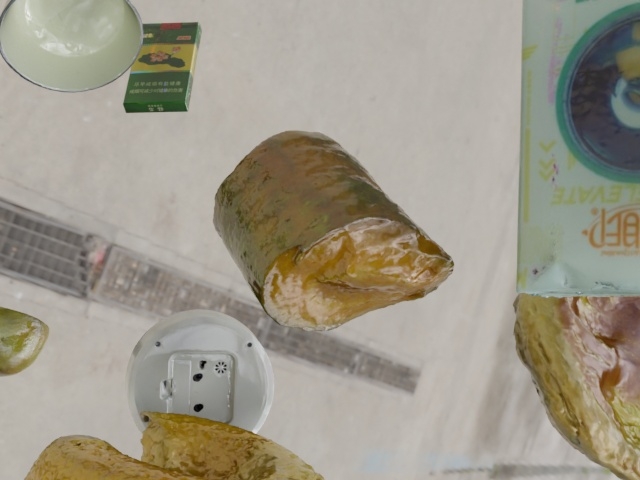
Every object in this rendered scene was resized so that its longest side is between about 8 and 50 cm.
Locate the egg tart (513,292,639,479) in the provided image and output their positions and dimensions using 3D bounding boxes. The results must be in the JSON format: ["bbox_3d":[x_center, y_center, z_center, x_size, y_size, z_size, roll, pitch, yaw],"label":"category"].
[{"bbox_3d":[0.464,0.208,1.522,0.443,0.443,0.178,-46,173,-47],"label":"egg tart"}]

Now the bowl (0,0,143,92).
[{"bbox_3d":[-0.423,-0.377,1.658,0.238,0.237,0.126,77,-2,-50],"label":"bowl"}]

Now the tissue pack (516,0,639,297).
[{"bbox_3d":[0.373,-0.127,1.110,0.162,0.287,0.388,8,82,-53],"label":"tissue pack"}]

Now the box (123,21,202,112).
[{"bbox_3d":[-0.323,-0.359,2.024,0.034,0.132,0.235,81,9,-54],"label":"box"}]

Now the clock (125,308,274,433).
[{"bbox_3d":[-0.190,0.226,1.543,0.083,0.230,0.231,-166,-86,-79],"label":"clock"}]

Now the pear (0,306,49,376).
[{"bbox_3d":[-0.517,0.168,1.597,0.141,0.141,0.104,49,50,-64],"label":"pear"}]

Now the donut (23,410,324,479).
[{"bbox_3d":[-0.153,0.340,1.260,0.435,0.377,0.164,11,89,-74],"label":"donut"}]

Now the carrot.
[{"bbox_3d":[0.000,0.000,1.376,0.241,0.341,0.242,-21,138,-20],"label":"carrot"}]
